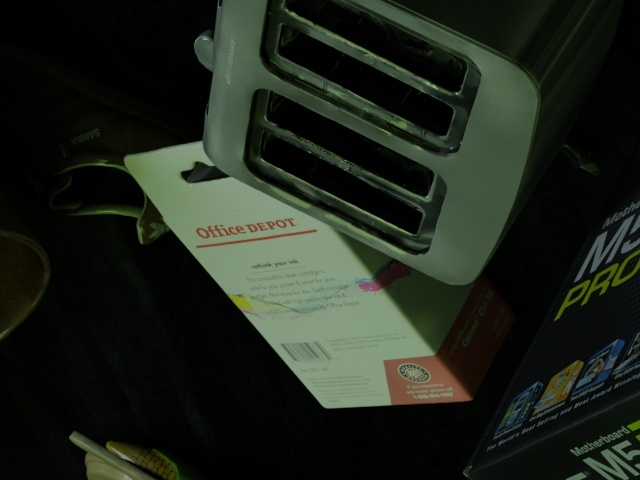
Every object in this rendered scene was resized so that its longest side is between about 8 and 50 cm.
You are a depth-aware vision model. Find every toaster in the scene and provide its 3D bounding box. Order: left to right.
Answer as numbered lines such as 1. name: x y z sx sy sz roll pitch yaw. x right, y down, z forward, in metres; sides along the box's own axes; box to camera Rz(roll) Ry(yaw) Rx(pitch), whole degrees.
1. toaster: 0.041 -0.085 0.839 0.185 0.110 0.168 27 147 9

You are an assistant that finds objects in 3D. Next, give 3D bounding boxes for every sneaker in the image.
1. sneaker: -0.151 -0.055 1.074 0.188 0.071 0.066 18 144 21

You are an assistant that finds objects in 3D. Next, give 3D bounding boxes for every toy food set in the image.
1. toy food set: -0.111 0.187 1.395 0.132 0.038 0.192 29 158 16

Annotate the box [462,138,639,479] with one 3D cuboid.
1. box: 0.183 -0.010 0.719 0.060 0.216 0.270 38 148 -10

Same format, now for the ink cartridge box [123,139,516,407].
1. ink cartridge box: 0.000 0.000 1.023 0.115 0.067 0.198 -7 131 45

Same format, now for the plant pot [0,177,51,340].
1. plant pot: -0.291 -0.046 1.065 0.230 0.215 0.215 64 153 19
